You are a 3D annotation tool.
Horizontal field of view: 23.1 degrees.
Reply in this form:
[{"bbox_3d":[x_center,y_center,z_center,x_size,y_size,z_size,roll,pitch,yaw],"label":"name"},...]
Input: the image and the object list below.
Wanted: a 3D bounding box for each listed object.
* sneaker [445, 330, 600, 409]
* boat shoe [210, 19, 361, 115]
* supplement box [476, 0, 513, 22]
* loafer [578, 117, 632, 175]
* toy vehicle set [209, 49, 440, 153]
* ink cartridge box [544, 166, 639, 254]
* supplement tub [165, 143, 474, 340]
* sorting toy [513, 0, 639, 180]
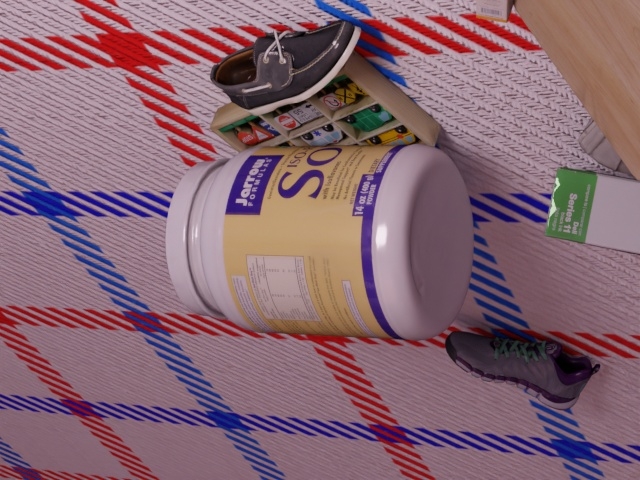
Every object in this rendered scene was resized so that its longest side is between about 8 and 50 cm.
[{"bbox_3d":[0.298,0.166,2.310,0.223,0.083,0.098,22,129,-13],"label":"sneaker"},{"bbox_3d":[-0.043,-0.212,1.865,0.079,0.084,0.233,36,148,-27],"label":"boat shoe"},{"bbox_3d":[0.187,-0.284,1.641,0.036,0.062,0.098,13,148,14],"label":"supplement box"},{"bbox_3d":[0.386,-0.157,1.683,0.111,0.112,0.319,33,158,0],"label":"loafer"},{"bbox_3d":[0.002,-0.144,1.994,0.166,0.035,0.267,37,145,-28],"label":"toy vehicle set"},{"bbox_3d":[0.381,-0.026,1.860,0.208,0.087,0.153,11,-177,13],"label":"ink cartridge box"},{"bbox_3d":[0.000,0.000,1.954,0.331,0.241,0.241,1,145,27],"label":"supplement tub"},{"bbox_3d":[0.302,-0.237,1.502,0.089,0.257,0.255,-20,149,-16],"label":"sorting toy"}]
